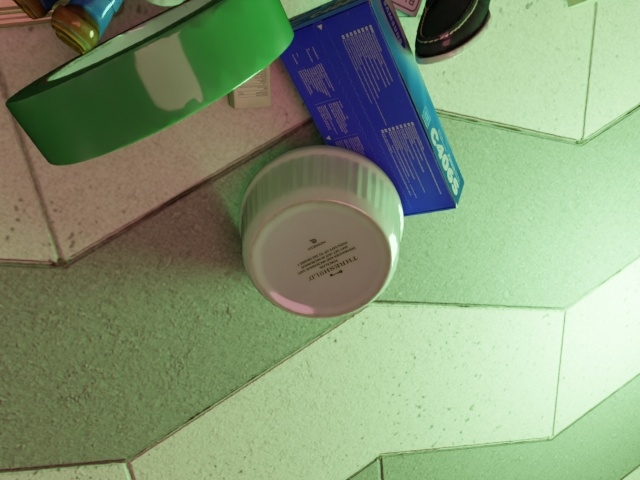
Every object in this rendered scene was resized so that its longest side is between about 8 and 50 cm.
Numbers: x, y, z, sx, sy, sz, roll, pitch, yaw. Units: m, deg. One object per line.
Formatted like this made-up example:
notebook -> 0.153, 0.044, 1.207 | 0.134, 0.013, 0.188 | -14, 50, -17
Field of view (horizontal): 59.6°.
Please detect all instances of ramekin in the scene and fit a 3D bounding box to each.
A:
ramekin -> 0.000, 0.000, 0.867 | 0.273, 0.127, 0.272 | 0, 121, 1

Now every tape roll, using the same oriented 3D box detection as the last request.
tape roll -> -0.190, -0.204, 0.642 | 0.321, 0.321, 0.077 | -32, 120, -9

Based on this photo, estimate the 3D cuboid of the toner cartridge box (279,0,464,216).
toner cartridge box -> 0.083, -0.191, 0.855 | 0.348, 0.165, 0.075 | 59, 39, -30

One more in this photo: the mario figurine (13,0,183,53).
mario figurine -> -0.221, -0.378, 0.616 | 0.320, 0.170, 0.198 | -55, 133, -7

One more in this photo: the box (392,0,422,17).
box -> 0.104, -0.486, 0.788 | 0.169, 0.087, 0.290 | 14, 105, -27

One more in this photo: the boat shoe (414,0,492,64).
boat shoe -> 0.202, -0.368, 0.814 | 0.091, 0.114, 0.302 | 61, 43, -38

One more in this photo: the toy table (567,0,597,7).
toy table -> 0.496, -0.488, 0.889 | 0.274, 0.252, 0.160 | -6, 96, -12

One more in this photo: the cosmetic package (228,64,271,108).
cosmetic package -> -0.107, -0.254, 0.820 | 0.060, 0.041, 0.115 | -8, 114, -21

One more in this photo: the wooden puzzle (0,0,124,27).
wooden puzzle -> -0.375, -0.371, 0.659 | 0.239, 0.044, 0.221 | -16, 116, -22
